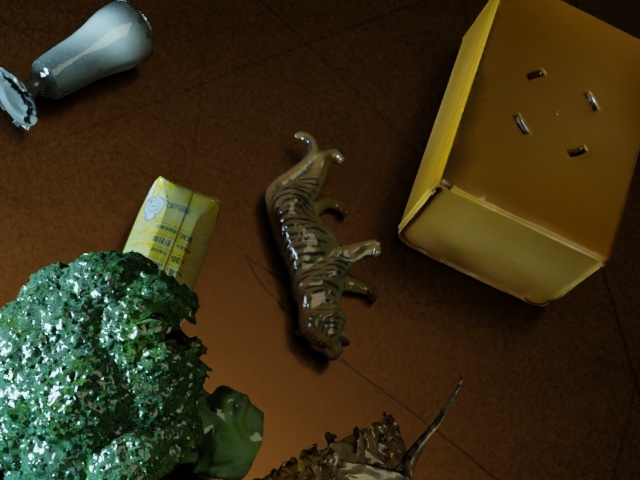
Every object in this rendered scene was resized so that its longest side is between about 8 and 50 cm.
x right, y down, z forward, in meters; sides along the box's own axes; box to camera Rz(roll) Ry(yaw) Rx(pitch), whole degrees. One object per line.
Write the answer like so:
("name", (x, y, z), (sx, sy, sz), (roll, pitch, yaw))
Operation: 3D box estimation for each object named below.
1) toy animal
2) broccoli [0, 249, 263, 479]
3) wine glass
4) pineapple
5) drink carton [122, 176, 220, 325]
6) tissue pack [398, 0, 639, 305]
("toy animal", (0.000, 0.000, 1.666), (0.099, 0.057, 0.241), (-11, 71, -24))
("broccoli", (-0.169, 0.141, 1.435), (0.270, 0.270, 0.270), (26, 57, -32))
("wine glass", (-0.242, -0.174, 1.651), (0.155, 0.072, 0.072), (-35, 81, -29))
("pineapple", (-0.006, 0.264, 1.478), (0.334, 0.158, 0.161), (-21, 75, -28))
("drink carton", (-0.159, 0.043, 1.577), (0.084, 0.074, 0.200), (23, 59, -9))
("tissue pack", (0.217, -0.099, 1.745), (0.194, 0.145, 0.274), (24, 60, -6))
